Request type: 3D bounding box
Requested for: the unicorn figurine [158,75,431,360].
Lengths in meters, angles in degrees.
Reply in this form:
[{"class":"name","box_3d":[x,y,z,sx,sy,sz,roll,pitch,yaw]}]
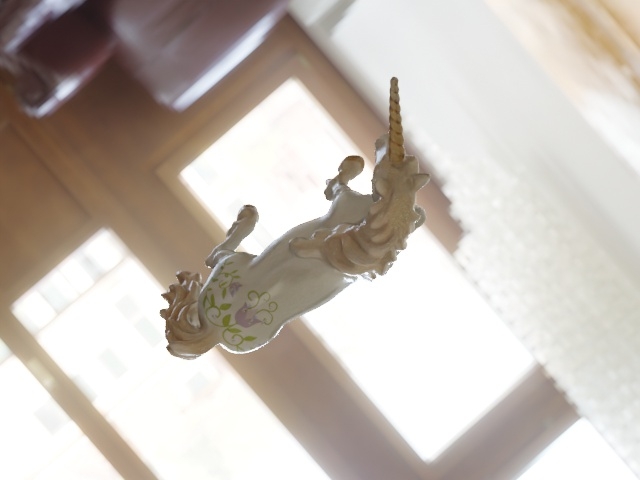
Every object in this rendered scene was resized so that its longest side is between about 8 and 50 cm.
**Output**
[{"class":"unicorn figurine","box_3d":[0.000,0.000,0.616,0.162,0.060,0.111,-47,-171,18]}]
